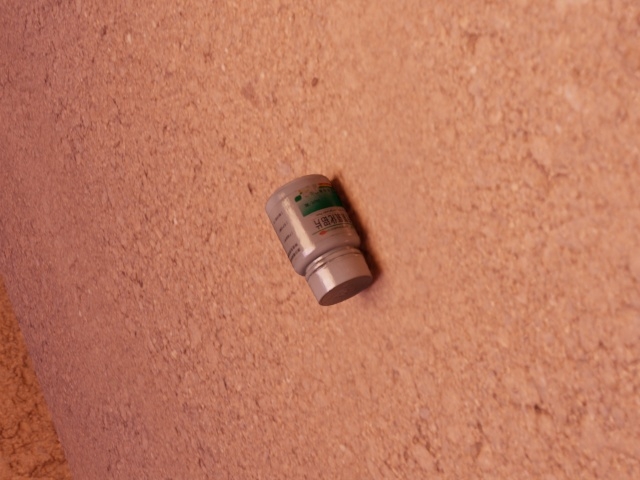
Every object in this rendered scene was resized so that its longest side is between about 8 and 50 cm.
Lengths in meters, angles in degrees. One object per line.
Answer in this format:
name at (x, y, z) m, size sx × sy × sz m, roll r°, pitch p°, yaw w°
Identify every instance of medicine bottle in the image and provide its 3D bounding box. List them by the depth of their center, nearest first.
medicine bottle at (0.000, 0.000, 1.147) m, size 0.130 × 0.080 × 0.080 m, roll 62°, pitch 146°, yaw 20°
